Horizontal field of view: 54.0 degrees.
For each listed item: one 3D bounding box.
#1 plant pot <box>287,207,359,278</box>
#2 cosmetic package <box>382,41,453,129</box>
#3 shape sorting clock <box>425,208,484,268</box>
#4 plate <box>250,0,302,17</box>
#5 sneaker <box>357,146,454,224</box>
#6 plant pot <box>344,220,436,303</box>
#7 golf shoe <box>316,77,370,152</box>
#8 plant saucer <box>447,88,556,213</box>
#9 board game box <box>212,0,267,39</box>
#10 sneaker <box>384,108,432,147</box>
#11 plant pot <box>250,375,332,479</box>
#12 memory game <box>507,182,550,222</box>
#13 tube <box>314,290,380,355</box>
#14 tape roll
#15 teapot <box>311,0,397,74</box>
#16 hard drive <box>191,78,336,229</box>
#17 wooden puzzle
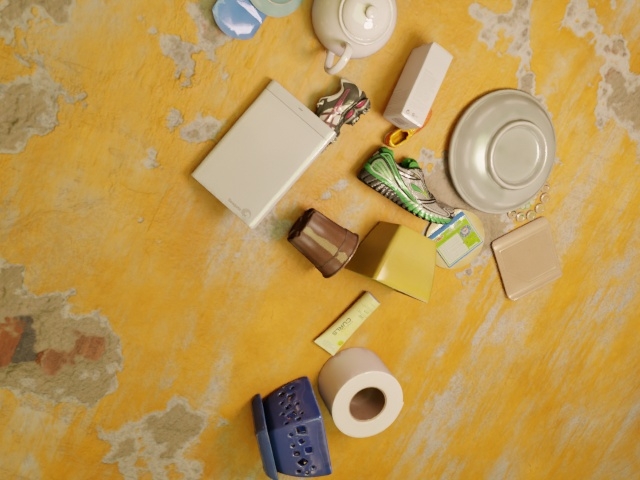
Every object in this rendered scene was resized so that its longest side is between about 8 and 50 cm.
[{"bbox_3d":[0.000,0.000,1.879,0.165,0.167,0.167,37,94,-17],"label":"plant pot"},{"bbox_3d":[0.279,-0.441,1.805,0.085,0.117,0.231,28,85,-24],"label":"cosmetic package"},{"bbox_3d":[0.442,-0.005,2.073,0.206,0.040,0.206,-5,112,-12],"label":"shape sorting clock"},{"bbox_3d":[-0.112,-0.686,1.653,0.188,0.024,0.188,-11,112,-29],"label":"plate"},{"bbox_3d":[0.287,-0.161,1.921,0.343,0.134,0.146,31,96,-23],"label":"sneaker"},{"bbox_3d":[0.237,0.055,1.952,0.212,0.212,0.187,25,86,-23],"label":"plant pot"},{"bbox_3d":[0.018,-0.340,1.810,0.273,0.105,0.120,-43,93,0],"label":"golf shoe"},{"bbox_3d":[0.598,-0.273,1.981,0.400,0.100,0.400,-5,104,-18],"label":"plant saucer"},{"bbox_3d":[-0.208,-0.619,1.663,0.133,0.033,0.168,31,95,-36],"label":"board game box"},{"bbox_3d":[0.273,-0.336,1.893,0.175,0.067,0.064,-42,112,-2],"label":"sneaker"},{"bbox_3d":[-0.100,0.611,2.014,0.212,0.236,0.236,-12,112,-7],"label":"plant pot"},{"bbox_3d":[0.696,-0.149,2.120,0.186,0.012,0.186,-5,109,-15],"label":"memory game"},{"bbox_3d":[0.093,0.271,2.051,0.240,0.062,0.070,-46,75,7],"label":"tube"},{"bbox_3d":[0.128,0.499,2.077,0.246,0.169,0.246,-6,110,-16],"label":"tape roll"},{"bbox_3d":[0.102,-0.601,1.683,0.253,0.187,0.256,-18,113,-11],"label":"teapot"},{"bbox_3d":[-0.159,-0.239,1.749,0.233,0.047,0.353,41,93,4],"label":"hard drive"},{"bbox_3d":[0.716,0.063,2.187,0.221,0.044,0.238,-26,109,-7],"label":"wooden puzzle"}]
